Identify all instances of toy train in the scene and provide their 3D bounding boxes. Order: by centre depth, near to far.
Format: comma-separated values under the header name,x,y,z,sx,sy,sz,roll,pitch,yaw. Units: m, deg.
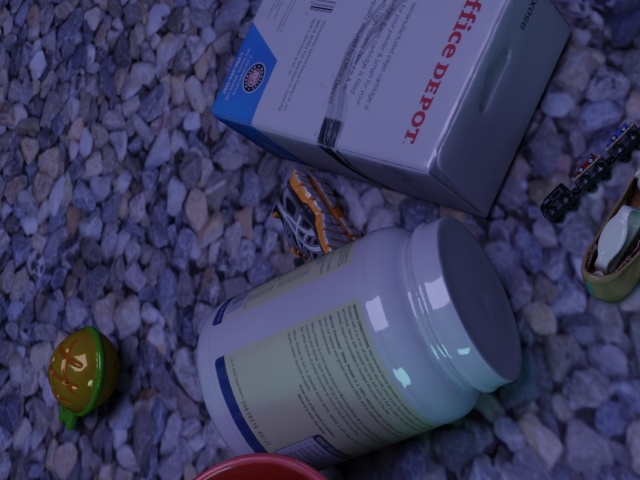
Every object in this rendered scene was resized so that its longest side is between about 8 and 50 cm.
name,x,y,z,sx,sy,sz,roll,pitch,yaw
toy train,0.326,-0.084,1.275,0.158,0.027,0.036,-44,41,12

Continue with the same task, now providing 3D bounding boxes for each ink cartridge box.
name,x,y,z,sx,sy,sz,roll,pitch,yaw
ink cartridge box,0.087,-0.226,1.414,0.395,0.166,0.285,20,83,40

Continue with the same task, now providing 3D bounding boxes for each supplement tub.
name,x,y,z,sx,sy,sz,roll,pitch,yaw
supplement tub,0.045,0.126,1.242,0.324,0.235,0.235,-25,57,24

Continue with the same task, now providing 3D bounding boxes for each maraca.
name,x,y,z,sx,sy,sz,roll,pitch,yaw
maraca,-0.360,0.206,1.588,0.186,0.099,0.127,-51,43,40

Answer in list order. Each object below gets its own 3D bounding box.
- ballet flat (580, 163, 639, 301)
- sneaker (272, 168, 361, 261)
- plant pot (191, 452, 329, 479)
name,x,y,z,sx,sy,sz,roll,pitch,yaw
ballet flat,0.368,-0.037,1.192,0.080,0.073,0.232,28,87,39
sneaker,0.000,0.000,1.440,0.083,0.084,0.215,-49,46,25
plant pot,-0.032,0.398,1.154,0.275,0.243,0.275,-13,58,21
